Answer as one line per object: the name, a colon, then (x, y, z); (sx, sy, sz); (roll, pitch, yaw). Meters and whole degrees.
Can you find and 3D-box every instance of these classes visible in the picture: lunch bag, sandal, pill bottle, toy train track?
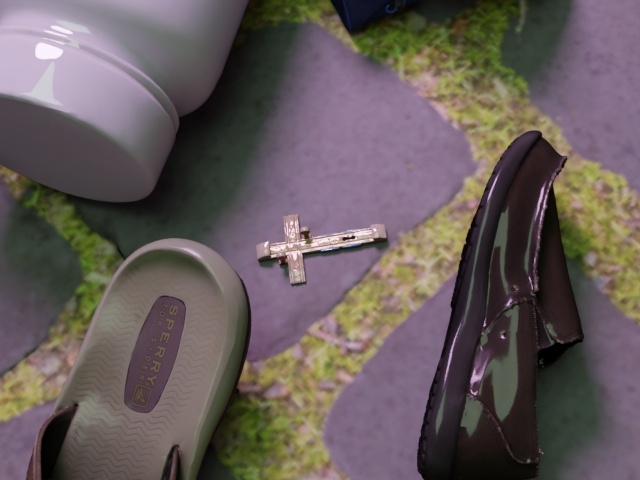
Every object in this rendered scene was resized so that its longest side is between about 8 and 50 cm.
lunch bag: (0.030, -0.194, 0.880); (0.065, 0.067, 0.098); (-26, 66, -3)
sandal: (-0.123, 0.142, 0.726); (0.120, 0.086, 0.303); (10, 83, 12)
pill bottle: (-0.122, -0.179, 0.845); (0.160, 0.160, 0.283); (14, 69, 14)
toy train track: (0.000, 0.000, 0.827); (0.083, 0.014, 0.048); (-9, 65, 4)

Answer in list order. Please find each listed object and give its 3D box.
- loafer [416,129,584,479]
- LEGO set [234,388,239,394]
loafer: (0.115, 0.042, 0.765); (0.078, 0.080, 0.220); (15, 74, 4)
LEGO set: (-0.091, 0.090, 0.800); (0.083, 0.023, 0.054); (6, 69, -3)
